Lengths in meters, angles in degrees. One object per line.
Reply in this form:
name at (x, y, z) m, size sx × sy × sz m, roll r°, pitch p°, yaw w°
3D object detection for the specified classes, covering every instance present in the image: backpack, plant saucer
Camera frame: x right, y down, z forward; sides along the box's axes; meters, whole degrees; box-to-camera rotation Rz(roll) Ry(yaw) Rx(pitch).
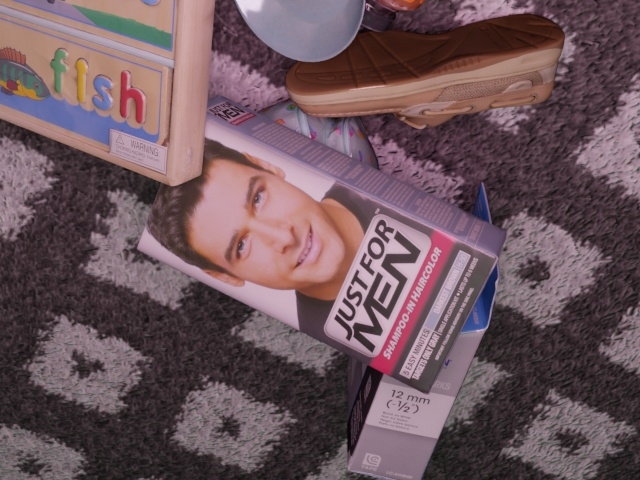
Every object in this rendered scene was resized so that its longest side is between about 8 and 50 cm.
backpack at (-0.006, -0.093, 1.279) m, size 0.144 × 0.166 × 0.188 m, roll -23°, pitch 107°, yaw 19°
plant saucer at (-0.022, -0.302, 1.158) m, size 0.195 × 0.037 × 0.195 m, roll 20°, pitch 129°, yaw 28°

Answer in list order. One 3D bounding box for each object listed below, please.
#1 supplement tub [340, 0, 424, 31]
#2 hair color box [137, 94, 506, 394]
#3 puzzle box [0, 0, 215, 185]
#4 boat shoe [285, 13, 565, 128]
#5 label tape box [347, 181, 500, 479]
supplement tub at (0.100, -0.335, 1.149) m, size 0.106 × 0.106 × 0.198 m, roll 27°, pitch 120°, yaw -17°
hair color box at (0.000, 0.000, 1.156) m, size 0.374 × 0.113 × 0.185 m, roll 26°, pitch 111°, yaw 7°
puzzle box at (-0.292, -0.247, 1.104) m, size 0.409 × 0.052 × 0.272 m, roll 21°, pitch 119°, yaw 26°
boat shoe at (0.129, -0.185, 1.221) m, size 0.341 × 0.122 × 0.110 m, roll -9°, pitch 132°, yaw -7°
label tape box at (0.130, 0.114, 1.365) m, size 0.115 × 0.249 × 0.348 m, roll 12°, pitch 123°, yaw -5°
